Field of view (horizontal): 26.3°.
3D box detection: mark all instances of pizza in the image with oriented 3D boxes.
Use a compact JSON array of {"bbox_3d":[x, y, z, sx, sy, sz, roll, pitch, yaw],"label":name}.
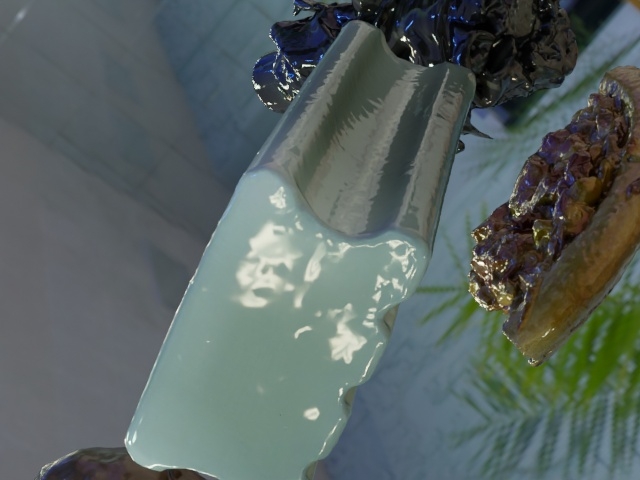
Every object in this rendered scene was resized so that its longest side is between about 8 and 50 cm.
[{"bbox_3d":[0.259,-0.029,1.415,0.114,0.409,0.278,40,149,-11],"label":"pizza"}]

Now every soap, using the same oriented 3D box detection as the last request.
[{"bbox_3d":[0.000,0.000,0.685,0.088,0.159,0.265,26,-155,0],"label":"soap"}]

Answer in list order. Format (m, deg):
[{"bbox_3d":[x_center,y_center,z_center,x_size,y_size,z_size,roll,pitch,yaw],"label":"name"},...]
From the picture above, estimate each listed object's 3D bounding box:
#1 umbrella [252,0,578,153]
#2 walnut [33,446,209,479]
[{"bbox_3d":[0.038,-0.149,0.985,0.128,0.154,0.337,-16,-162,-31],"label":"umbrella"},{"bbox_3d":[-0.179,0.311,1.213,0.273,0.227,0.273,59,-170,-17],"label":"walnut"}]
